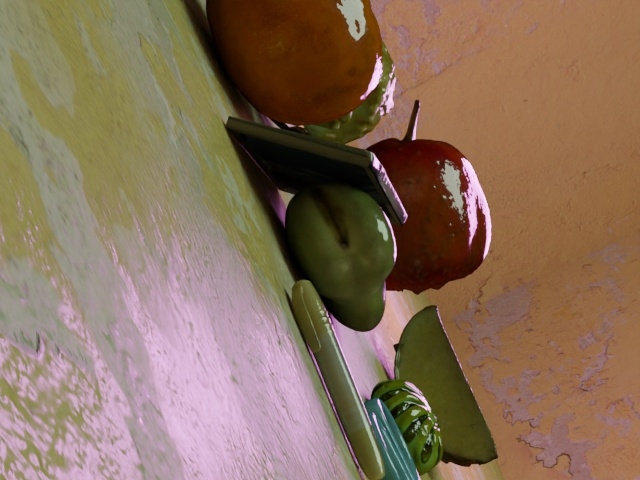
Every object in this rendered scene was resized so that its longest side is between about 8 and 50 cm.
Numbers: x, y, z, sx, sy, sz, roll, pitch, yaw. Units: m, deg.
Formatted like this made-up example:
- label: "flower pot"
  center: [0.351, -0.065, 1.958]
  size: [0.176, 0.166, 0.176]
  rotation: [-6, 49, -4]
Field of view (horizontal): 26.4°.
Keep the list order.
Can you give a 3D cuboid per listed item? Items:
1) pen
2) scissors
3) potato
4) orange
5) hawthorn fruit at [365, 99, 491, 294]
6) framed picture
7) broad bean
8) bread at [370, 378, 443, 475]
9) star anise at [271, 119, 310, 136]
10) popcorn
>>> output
- label: "pen"
  center: [0.016, 0.144, 1.434]
  size: [0.040, 0.032, 0.233]
  rotation: [12, 49, -53]
- label: "scissors"
  center: [0.151, 0.393, 1.587]
  size: [0.447, 0.029, 0.192]
  rotation: [64, 6, -4]
- label: "potato"
  center: [0.201, 0.275, 2.190]
  size: [0.255, 0.112, 0.269]
  rotation: [62, 8, -63]
- label: "orange"
  center: [-0.034, -0.293, 1.865]
  size: [0.284, 0.226, 0.284]
  rotation: [-22, 90, -87]
- label: "hawthorn fruit"
  center: [0.159, -0.075, 2.326]
  size: [0.287, 0.287, 0.330]
  rotation: [-82, 172, -80]
- label: "framed picture"
  center: [0.003, -0.085, 1.704]
  size: [0.260, 0.189, 0.023]
  rotation: [51, 58, -70]
- label: "broad bean"
  center: [0.020, 0.021, 1.700]
  size: [0.189, 0.121, 0.263]
  rotation: [61, -11, 20]
- label: "bread"
  center: [0.114, 0.236, 1.741]
  size: [0.130, 0.071, 0.139]
  rotation: [62, 4, 17]
- label: "star anise"
  center: [-0.011, -0.125, 2.188]
  size: [0.177, 0.073, 0.234]
  rotation: [57, 12, 19]
- label: "popcorn"
  center: [0.009, -0.255, 2.087]
  size: [0.221, 0.204, 0.183]
  rotation: [33, 13, 17]
